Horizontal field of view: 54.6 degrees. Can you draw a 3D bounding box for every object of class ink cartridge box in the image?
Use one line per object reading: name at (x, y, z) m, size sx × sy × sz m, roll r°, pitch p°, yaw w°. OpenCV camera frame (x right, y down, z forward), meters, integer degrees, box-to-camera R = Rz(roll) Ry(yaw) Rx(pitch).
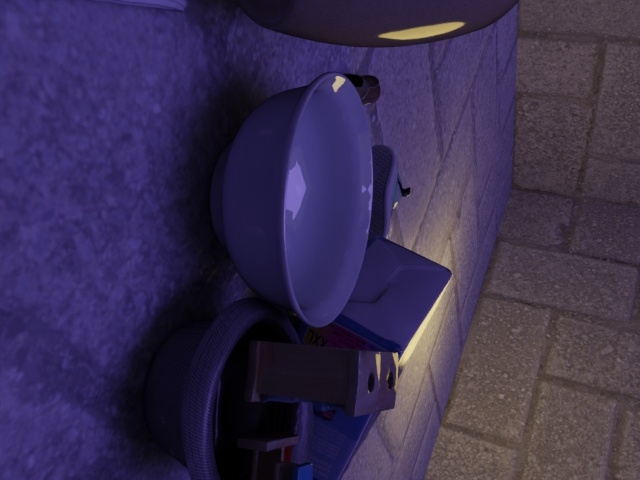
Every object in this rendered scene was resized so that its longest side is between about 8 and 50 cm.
ink cartridge box at (0.041, 0.224, 1.000) m, size 0.270 × 0.151 × 0.395 m, roll -39°, pitch 152°, yaw -56°

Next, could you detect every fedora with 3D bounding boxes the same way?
fedora at (-0.115, 0.198, 0.733) m, size 0.243 × 0.124 × 0.275 m, roll -55°, pitch 138°, yaw -48°

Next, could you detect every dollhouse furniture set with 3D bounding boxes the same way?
dollhouse furniture set at (0.000, 0.208, 0.677) m, size 0.129 × 0.129 × 0.183 m, roll 22°, pitch 70°, yaw -62°

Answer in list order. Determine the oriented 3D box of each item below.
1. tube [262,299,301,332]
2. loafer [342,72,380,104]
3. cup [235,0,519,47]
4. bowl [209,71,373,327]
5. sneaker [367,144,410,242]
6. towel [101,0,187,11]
tube at (-0.043, 0.128, 0.973) m, size 0.207 × 0.052 × 0.080 m, roll 43°, pitch 67°, yaw -70°
loafer at (0.058, -0.246, 1.003) m, size 0.148 × 0.056 × 0.050 m, roll -47°, pitch 149°, yaw -51°
cup at (0.025, -0.329, 0.612) m, size 0.237 × 0.331 × 0.331 m, roll -31°, pitch 135°, yaw -24°
bowl at (-0.041, -0.051, 0.754) m, size 0.298 × 0.134 × 0.297 m, roll 6°, pitch 90°, yaw -68°
sneaker at (0.103, -0.034, 1.168) m, size 0.151 × 0.094 × 0.255 m, roll 43°, pitch 63°, yaw -68°
towel at (-0.164, -0.327, 0.474) m, size 0.209 × 0.034 × 0.284 m, roll -28°, pitch 127°, yaw -62°
